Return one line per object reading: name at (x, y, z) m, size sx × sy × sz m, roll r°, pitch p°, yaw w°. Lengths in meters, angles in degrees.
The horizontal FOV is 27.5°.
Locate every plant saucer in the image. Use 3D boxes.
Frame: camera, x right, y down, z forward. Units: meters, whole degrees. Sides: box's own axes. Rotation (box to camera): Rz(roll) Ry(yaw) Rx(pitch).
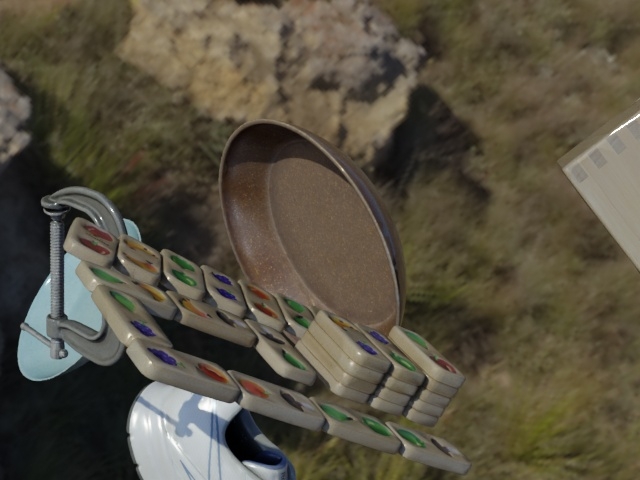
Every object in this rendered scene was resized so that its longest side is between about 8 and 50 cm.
plant saucer at (0.000, 0.000, 0.943) m, size 0.036 × 0.198 × 0.199 m, roll -28°, pitch 82°, yaw -31°
plant saucer at (-0.241, 0.068, 1.367) m, size 0.037 × 0.195 × 0.195 m, roll 39°, pitch 42°, yaw -31°

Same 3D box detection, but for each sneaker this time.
sneaker at (-0.077, 0.265, 1.220) m, size 0.111 × 0.129 × 0.297 m, roll -34°, pitch 105°, yaw -63°

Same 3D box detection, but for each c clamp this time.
c clamp at (-0.191, 0.028, 1.000) m, size 0.022 × 0.161 × 0.137 m, roll -16°, pitch 34°, yaw -43°

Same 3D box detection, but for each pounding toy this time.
pounding toy at (0.242, -0.006, 0.835) m, size 0.181 × 0.094 × 0.206 m, roll 52°, pitch 10°, yaw 1°

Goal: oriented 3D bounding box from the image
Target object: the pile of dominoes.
pile of dominoes at (-0.027, 0.046, 0.762) m, size 0.251 × 0.040 × 0.196 m, roll 24°, pitch 12°, yaw -38°
